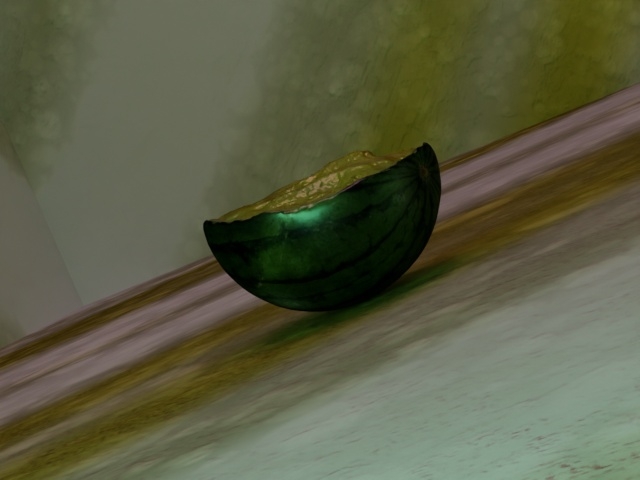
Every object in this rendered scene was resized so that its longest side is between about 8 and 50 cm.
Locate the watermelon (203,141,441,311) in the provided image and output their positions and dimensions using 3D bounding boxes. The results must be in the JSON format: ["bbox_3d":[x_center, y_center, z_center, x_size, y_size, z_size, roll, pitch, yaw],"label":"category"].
[{"bbox_3d":[0.006,-0.002,1.403,0.232,0.127,0.204,-20,5,15],"label":"watermelon"}]
